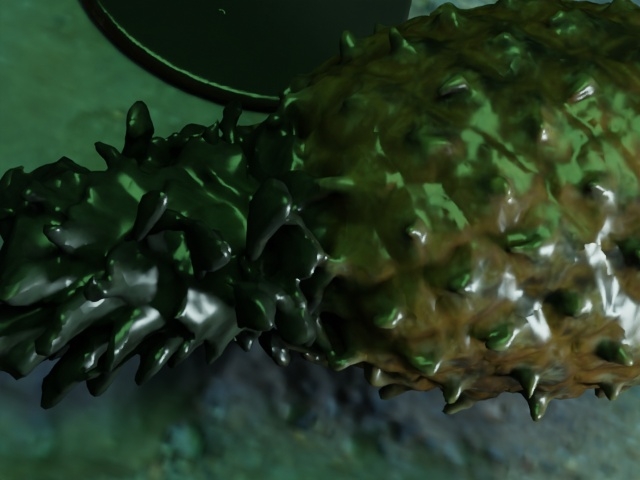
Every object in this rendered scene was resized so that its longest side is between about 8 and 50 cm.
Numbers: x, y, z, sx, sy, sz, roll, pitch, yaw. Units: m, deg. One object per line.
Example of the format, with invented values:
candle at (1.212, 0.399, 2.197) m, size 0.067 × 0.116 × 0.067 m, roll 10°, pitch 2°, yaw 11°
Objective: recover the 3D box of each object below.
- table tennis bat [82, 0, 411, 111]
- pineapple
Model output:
table tennis bat at (-0.028, -0.170, 0.793) m, size 0.154 × 0.021 × 0.274 m, roll 15°, pitch 55°, yaw -14°
pineapple at (0.000, 0.000, 0.625) m, size 0.278 × 0.158 × 0.158 m, roll -10°, pitch 61°, yaw -13°
